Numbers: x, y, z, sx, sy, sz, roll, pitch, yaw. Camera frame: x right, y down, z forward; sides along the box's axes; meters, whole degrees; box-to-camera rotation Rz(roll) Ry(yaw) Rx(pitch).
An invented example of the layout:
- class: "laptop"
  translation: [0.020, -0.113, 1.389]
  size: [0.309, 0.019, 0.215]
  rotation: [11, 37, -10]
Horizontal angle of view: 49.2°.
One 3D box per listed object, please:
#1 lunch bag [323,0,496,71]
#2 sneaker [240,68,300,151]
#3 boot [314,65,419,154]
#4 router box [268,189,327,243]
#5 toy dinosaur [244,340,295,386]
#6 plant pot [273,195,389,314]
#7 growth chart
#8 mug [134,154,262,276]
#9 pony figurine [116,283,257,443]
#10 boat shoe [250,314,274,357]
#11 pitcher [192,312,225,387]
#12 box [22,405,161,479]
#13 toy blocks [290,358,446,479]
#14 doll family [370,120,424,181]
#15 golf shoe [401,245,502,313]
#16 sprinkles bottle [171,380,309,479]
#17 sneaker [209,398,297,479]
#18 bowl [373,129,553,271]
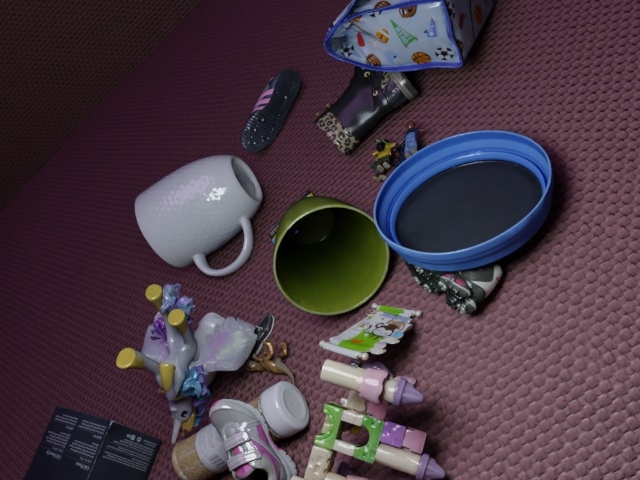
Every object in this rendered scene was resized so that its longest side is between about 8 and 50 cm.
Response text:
- class: "lunch bag"
  translation: [0.228, -0.625, 1.885]
  size: [0.386, 0.238, 0.327]
  rotation: [3, 45, 36]
- class: "sneaker"
  translation: [-0.179, -0.433, 2.381]
  size: [0.319, 0.112, 0.131]
  rotation: [-58, 21, -11]
- class: "boot"
  translation: [0.100, -0.435, 2.054]
  size: [0.284, 0.138, 0.377]
  rotation: [-44, 44, 11]
- class: "router box"
  translation: [-0.057, -0.039, 1.974]
  size: [0.179, 0.046, 0.133]
  rotation: [-46, 38, 9]
- class: "toy dinosaur"
  translation: [-0.108, 0.312, 1.760]
  size: [0.212, 0.064, 0.112]
  rotation: [5, 92, 49]
- class: "plant pot"
  translation: [0.000, 0.000, 1.744]
  size: [0.275, 0.275, 0.293]
  rotation: [-47, 22, 8]
- class: "growth chart"
  translation: [0.115, 0.197, 1.525]
  size: [0.172, 0.021, 0.237]
  rotation: [1, 20, 43]
- class: "mug"
  translation: [-0.338, -0.068, 2.146]
  size: [0.328, 0.276, 0.374]
  rotation: [-30, 73, 17]
- class: "pony figurine"
  translation: [-0.344, 0.273, 1.713]
  size: [0.303, 0.363, 0.351]
  rotation: [3, 50, 12]
- class: "boat shoe"
  translation: [-0.167, 0.251, 1.868]
  size: [0.046, 0.038, 0.125]
  rotation: [18, 75, 52]
- class: "pitcher"
  translation: [-0.344, 0.323, 1.948]
  size: [0.178, 0.126, 0.207]
  rotation: [-40, 24, 50]
- class: "box"
  translation: [-0.658, 0.656, 1.950]
  size: [0.343, 0.179, 0.312]
  rotation: [-3, 59, 45]
- class: "toy blocks"
  translation: [0.126, 0.391, 1.353]
  size: [0.260, 0.309, 0.288]
  rotation: [14, 82, 16]
- class: "doll family"
  translation: [0.200, -0.239, 1.846]
  size: [0.193, 0.076, 0.111]
  rotation: [-18, 45, 30]
- class: "golf shoe"
  translation: [0.276, 0.061, 1.529]
  size: [0.120, 0.105, 0.273]
  rotation: [-37, 38, -12]
- class: "sprinkles bottle"
  translation: [-0.195, 0.463, 1.663]
  size: [0.355, 0.121, 0.121]
  rotation: [-34, 42, 23]
- class: "sneaker"
  translation: [-0.157, 0.457, 1.521]
  size: [0.103, 0.252, 0.111]
  rotation: [-41, -1, 24]
- class: "bowl"
  translation: [0.311, -0.089, 1.521]
  size: [0.391, 0.077, 0.391]
  rotation: [-19, 38, 15]
